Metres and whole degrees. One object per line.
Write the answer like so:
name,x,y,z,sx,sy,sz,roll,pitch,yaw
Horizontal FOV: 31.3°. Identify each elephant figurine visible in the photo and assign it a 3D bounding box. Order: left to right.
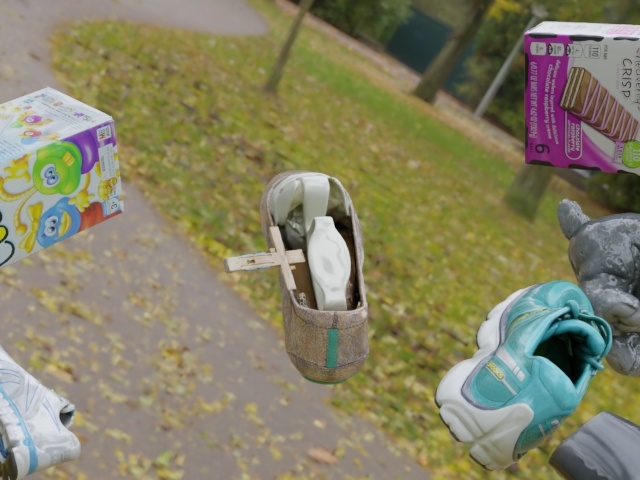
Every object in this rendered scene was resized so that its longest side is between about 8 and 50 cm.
elephant figurine,0.372,0.024,1.089,0.186,0.239,0.169,58,22,-16

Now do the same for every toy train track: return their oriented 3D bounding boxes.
toy train track,-0.043,0.016,0.818,0.083,0.014,0.048,-6,76,-53

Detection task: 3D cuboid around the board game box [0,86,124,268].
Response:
board game box,-0.402,-0.066,1.415,0.144,0.142,0.275,27,41,37

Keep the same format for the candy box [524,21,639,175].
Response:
candy box,0.348,-0.156,1.274,0.234,0.159,0.071,7,25,28

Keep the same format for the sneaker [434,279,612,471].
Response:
sneaker,0.188,0.096,0.917,0.107,0.110,0.275,52,28,0

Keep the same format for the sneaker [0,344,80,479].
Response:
sneaker,-0.281,0.159,1.091,0.083,0.071,0.190,-3,33,-30

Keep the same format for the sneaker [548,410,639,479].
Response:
sneaker,0.265,0.173,0.836,0.222,0.083,0.118,8,30,-50

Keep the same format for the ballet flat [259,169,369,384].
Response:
ballet flat,0.000,0.000,1.152,0.108,0.106,0.316,-6,42,-9
